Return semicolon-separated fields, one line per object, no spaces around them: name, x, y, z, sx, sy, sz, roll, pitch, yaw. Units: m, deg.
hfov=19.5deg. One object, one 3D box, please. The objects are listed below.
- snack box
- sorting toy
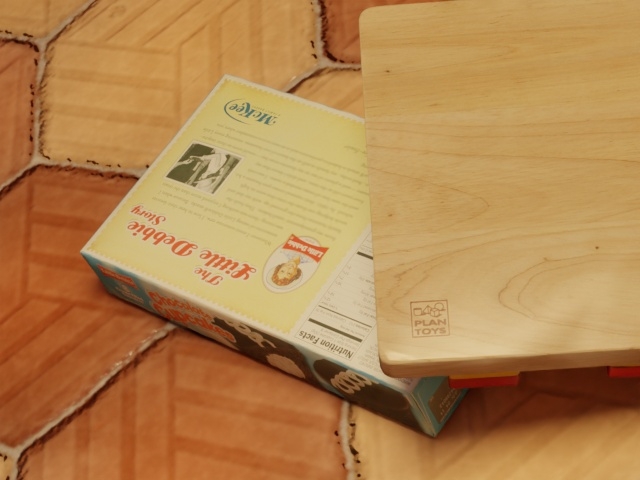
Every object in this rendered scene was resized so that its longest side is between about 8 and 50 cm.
snack box;0.000;0.000;1.323;0.322;0.060;0.187;21;64;38
sorting toy;0.160;-0.028;1.182;0.257;0.089;0.255;-4;62;2
